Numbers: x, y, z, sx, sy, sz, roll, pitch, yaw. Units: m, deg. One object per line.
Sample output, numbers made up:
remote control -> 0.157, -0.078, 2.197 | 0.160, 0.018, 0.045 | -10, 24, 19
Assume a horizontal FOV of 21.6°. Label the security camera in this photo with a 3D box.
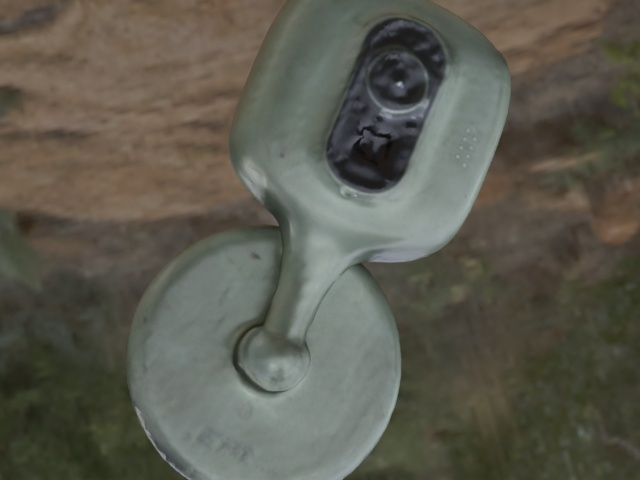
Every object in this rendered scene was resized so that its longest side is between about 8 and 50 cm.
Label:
security camera -> 0.000, 0.000, 0.939 | 0.157, 0.302, 0.080 | 24, 170, -9
